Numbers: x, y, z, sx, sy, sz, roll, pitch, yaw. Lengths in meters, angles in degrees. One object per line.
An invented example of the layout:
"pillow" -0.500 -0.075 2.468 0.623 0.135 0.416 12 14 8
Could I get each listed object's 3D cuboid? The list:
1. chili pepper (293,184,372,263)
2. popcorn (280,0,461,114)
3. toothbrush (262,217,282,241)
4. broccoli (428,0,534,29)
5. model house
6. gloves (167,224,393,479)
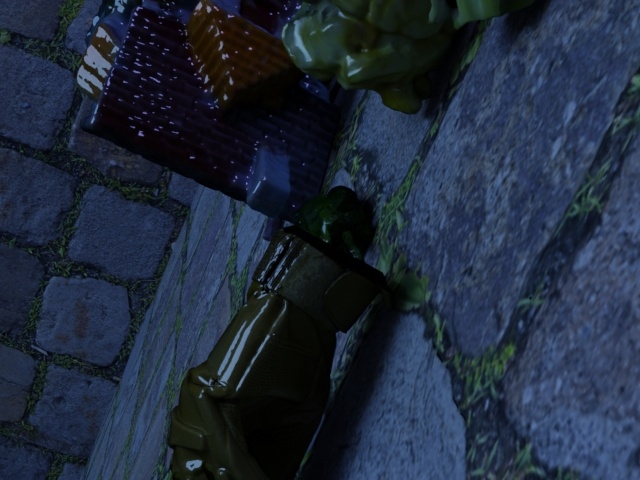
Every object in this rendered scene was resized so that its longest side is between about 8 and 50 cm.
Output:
"chili pepper" 0.000 -0.001 0.985 0.279 0.065 0.122 147 134 -72
"popcorn" 0.049 -0.219 0.886 0.167 0.185 0.187 -30 -36 -36
"toothbrush" -0.044 -0.141 1.483 0.029 0.024 0.354 119 166 -55
"broccoli" 0.129 -0.339 0.680 0.375 0.302 0.249 13 58 51
"model house" -0.152 -0.191 1.246 0.297 0.360 0.339 -53 23 29
"gloves" -0.054 0.152 0.783 0.154 0.141 0.331 -153 84 -76
